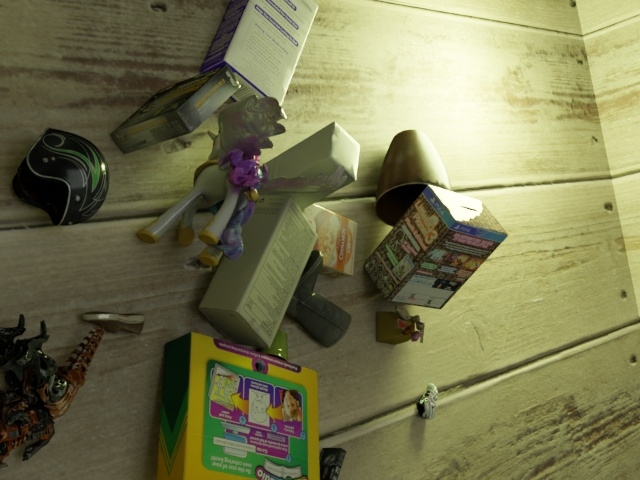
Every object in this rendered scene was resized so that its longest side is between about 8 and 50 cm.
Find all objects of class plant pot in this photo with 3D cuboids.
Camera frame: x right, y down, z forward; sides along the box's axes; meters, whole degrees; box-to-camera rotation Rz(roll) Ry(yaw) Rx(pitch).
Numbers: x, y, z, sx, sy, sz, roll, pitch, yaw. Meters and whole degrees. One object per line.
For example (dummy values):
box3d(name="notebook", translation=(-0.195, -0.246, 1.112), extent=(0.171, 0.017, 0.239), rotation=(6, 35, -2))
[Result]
box3d(name="plant pot", translation=(-0.106, 0.246, 1.961), extent=(0.083, 0.083, 0.079), rotation=(38, 44, -33))
box3d(name="plant pot", translation=(0.253, -0.182, 2.349), extent=(0.215, 0.215, 0.230), rotation=(31, 46, -37))
box3d(name="plant pot", translation=(0.204, 0.228, 2.267), extent=(0.081, 0.083, 0.081), rotation=(16, 69, -43))

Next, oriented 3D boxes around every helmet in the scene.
box3d(name="helmet", translation=(-0.476, -0.115, 1.607), extent=(0.161, 0.169, 0.169), rotation=(34, 56, -15))

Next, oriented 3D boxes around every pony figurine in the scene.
box3d(name="pony figurine", translation=(-0.174, -0.128, 1.798), extent=(0.303, 0.351, 0.363), rotation=(51, 53, -39))

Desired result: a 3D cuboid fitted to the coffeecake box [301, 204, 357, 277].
box3d(name="coffeecake box", translation=(0.000, 0.000, 2.126), extent=(0.185, 0.068, 0.142), rotation=(21, 67, -40))

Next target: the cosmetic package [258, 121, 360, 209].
box3d(name="cosmetic package", translation=(-0.029, -0.160, 2.000), extent=(0.107, 0.238, 0.127), rotation=(41, 42, -33))

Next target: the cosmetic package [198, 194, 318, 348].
box3d(name="cosmetic package", translation=(-0.131, 0.065, 1.912), extent=(0.160, 0.113, 0.309), rotation=(56, 48, -43))

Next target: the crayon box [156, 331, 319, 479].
box3d(name="crayon box", translation=(-0.163, 0.393, 1.802), extent=(0.363, 0.106, 0.313), rotation=(25, 53, -38))

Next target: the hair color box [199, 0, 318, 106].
box3d(name="hair color box", translation=(-0.143, -0.489, 2.070), extent=(0.185, 0.110, 0.339), rotation=(37, 58, -32))

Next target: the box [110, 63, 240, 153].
box3d(name="box", translation=(-0.301, -0.269, 1.770), extent=(0.056, 0.231, 0.183), rotation=(58, 48, -23))

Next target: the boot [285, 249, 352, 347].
box3d(name="boot", translation=(0.003, 0.143, 2.052), extent=(0.208, 0.076, 0.190), rotation=(36, 100, -26))

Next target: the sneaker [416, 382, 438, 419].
box3d(name="sneaker", translation=(0.284, 0.433, 2.331), extent=(0.069, 0.038, 0.098), rotation=(21, 66, -42))

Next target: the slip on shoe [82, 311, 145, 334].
box3d(name="slip on shoe", translation=(-0.408, 0.163, 1.693), extent=(0.135, 0.051, 0.041), rotation=(9, 86, -50))

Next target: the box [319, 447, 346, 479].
box3d(name="box", translation=(0.021, 0.530, 2.021), extent=(0.018, 0.067, 0.083), rotation=(42, 55, -30))

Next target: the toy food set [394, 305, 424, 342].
box3d(name="toy food set", translation=(0.235, 0.222, 2.223), extent=(0.122, 0.019, 0.078), rotation=(27, 62, -38))

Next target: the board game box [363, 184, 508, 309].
box3d(name="board game box", translation=(0.299, 0.025, 2.246), extent=(0.232, 0.291, 0.141), rotation=(12, 35, -44))

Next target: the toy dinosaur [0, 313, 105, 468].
box3d(name="toy dinosaur", translation=(-0.517, 0.259, 1.522), extent=(0.322, 0.164, 0.218), rotation=(-67, 143, -54))
